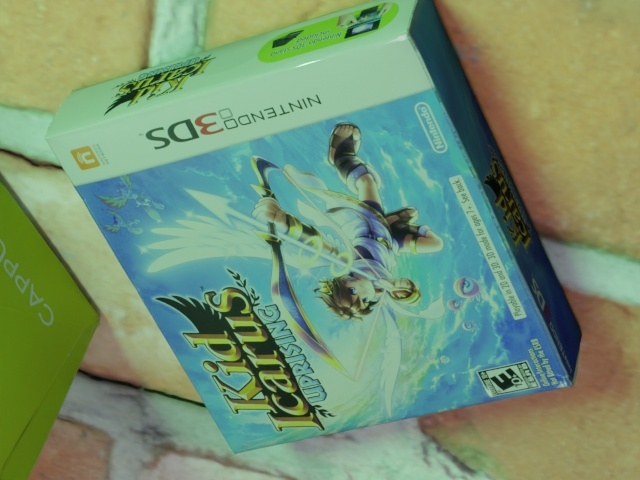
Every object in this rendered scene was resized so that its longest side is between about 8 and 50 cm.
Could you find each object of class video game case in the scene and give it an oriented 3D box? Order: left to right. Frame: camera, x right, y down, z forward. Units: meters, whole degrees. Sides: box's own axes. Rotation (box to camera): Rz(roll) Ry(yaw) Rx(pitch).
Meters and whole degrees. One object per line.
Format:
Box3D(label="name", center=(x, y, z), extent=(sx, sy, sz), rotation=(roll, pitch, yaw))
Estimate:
Box3D(label="video game case", center=(0.000, 0.000, 1.067), extent=(0.244, 0.061, 0.269), rotation=(-13, 122, 25))

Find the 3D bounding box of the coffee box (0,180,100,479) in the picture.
Box3D(label="coffee box", center=(-0.393, 0.074, 1.052), extent=(0.334, 0.338, 0.337), rotation=(-19, 119, 26))
